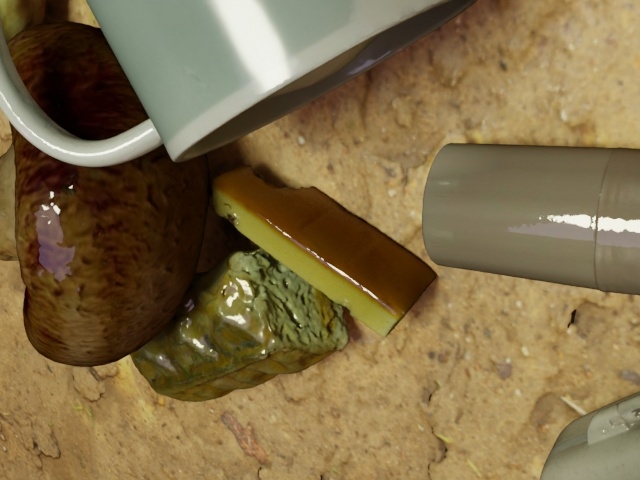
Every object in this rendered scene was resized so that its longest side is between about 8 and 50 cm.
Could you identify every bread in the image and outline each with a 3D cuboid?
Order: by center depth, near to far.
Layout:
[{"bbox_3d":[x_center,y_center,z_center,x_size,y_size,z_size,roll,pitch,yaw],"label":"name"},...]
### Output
[{"bbox_3d":[0.000,0.000,0.729,0.226,0.088,0.049,36,132,12],"label":"bread"},{"bbox_3d":[-0.109,0.102,0.829,0.267,0.130,0.152,-26,109,40],"label":"bread"}]

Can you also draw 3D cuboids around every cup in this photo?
[{"bbox_3d":[-0.102,-0.213,0.536,0.356,0.259,0.274,-26,96,9],"label":"cup"}]

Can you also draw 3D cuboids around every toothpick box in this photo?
[{"bbox_3d":[0.184,-0.020,0.583,0.180,0.111,0.111,7,118,31],"label":"toothpick box"}]

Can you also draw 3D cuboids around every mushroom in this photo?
[{"bbox_3d":[-0.290,-0.056,0.736,0.356,0.331,0.334,15,163,-14],"label":"mushroom"}]

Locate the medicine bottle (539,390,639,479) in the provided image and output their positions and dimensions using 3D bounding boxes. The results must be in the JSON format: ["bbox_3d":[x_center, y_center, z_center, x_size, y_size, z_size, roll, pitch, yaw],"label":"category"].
[{"bbox_3d":[0.377,0.206,0.575,0.282,0.123,0.375,51,129,0],"label":"medicine bottle"}]

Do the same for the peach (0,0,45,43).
[{"bbox_3d":[-0.410,-0.253,0.778,0.235,0.214,0.214,-29,97,47],"label":"peach"}]
